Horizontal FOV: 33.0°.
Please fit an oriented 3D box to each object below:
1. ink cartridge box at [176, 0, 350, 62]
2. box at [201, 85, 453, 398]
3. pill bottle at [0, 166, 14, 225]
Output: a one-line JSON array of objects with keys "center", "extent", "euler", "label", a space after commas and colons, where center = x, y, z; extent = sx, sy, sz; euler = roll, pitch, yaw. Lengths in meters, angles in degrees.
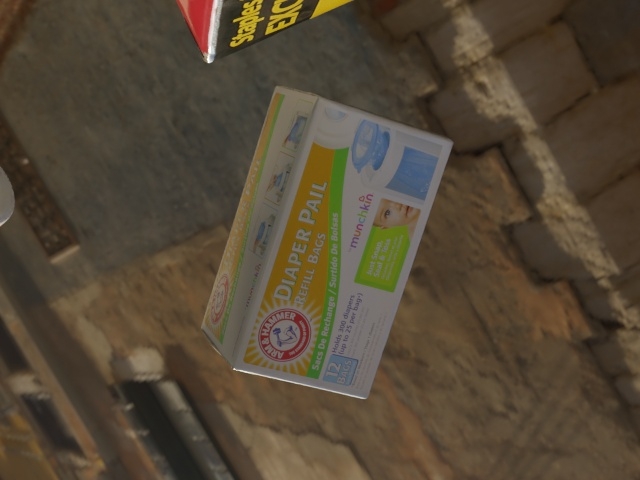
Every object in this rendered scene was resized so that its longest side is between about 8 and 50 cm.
[{"center": [0.014, -0.162, 0.232], "extent": [0.271, 0.130, 0.309], "euler": [-26, 176, -10], "label": "ink cartridge box"}, {"center": [0.000, 0.000, 0.806], "extent": [0.114, 0.203, 0.103], "euler": [15, -173, -22], "label": "box"}, {"center": [-0.398, -0.012, 1.063], "extent": [0.180, 0.108, 0.108], "euler": [-37, -178, 22], "label": "pill bottle"}]
